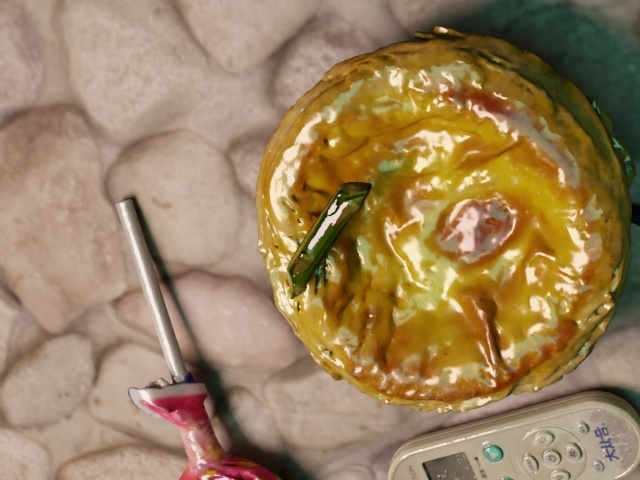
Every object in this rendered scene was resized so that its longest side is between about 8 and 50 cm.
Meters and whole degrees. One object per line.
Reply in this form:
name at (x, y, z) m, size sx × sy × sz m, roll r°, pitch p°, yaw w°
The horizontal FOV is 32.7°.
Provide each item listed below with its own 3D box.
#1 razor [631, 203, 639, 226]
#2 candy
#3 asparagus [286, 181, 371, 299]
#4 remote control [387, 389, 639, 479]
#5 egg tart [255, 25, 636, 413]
razor at (0.289, -0.078, 0.781) m, size 0.066 × 0.033 × 0.190 m, roll 29°, pitch 115°, yaw 2°
candy at (-0.113, 0.139, 0.952) m, size 0.124 × 0.124 × 0.366 m, roll -14°, pitch 99°, yaw 19°
asparagus at (0.000, 0.000, 0.769) m, size 0.021 × 0.025 × 0.108 m, roll 30°, pitch 114°, yaw -7°
remote control at (0.161, 0.181, 0.914) m, size 0.221 × 0.042 × 0.078 m, roll -19°, pitch 106°, yaw 22°
egg tart at (0.092, -0.013, 0.815) m, size 0.294 × 0.116 × 0.295 m, roll 5°, pitch 110°, yaw 15°
